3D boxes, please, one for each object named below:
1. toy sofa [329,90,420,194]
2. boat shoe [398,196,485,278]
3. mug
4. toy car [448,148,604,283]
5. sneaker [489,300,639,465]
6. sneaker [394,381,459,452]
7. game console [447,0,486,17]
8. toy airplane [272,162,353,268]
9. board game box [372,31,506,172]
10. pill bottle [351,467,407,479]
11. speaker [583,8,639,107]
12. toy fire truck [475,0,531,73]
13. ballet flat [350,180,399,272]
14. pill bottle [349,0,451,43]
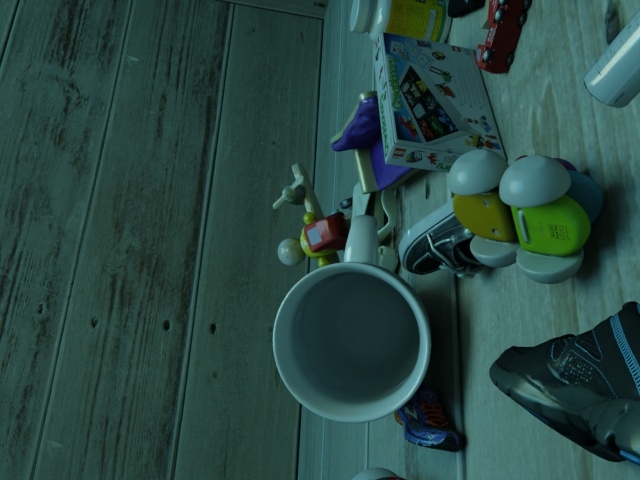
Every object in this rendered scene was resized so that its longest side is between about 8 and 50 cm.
[{"bbox_3d":[0.148,-0.210,1.192,0.362,0.177,0.150,148,110,-77],"label":"toy sofa"},{"bbox_3d":[0.229,0.007,0.873,0.306,0.113,0.104,-43,46,52],"label":"boat shoe"},{"bbox_3d":[0.083,0.135,1.077,0.328,0.276,0.374,17,-105,-78],"label":"mug"},{"bbox_3d":[0.259,-0.047,0.665,0.182,0.136,0.159,22,143,55],"label":"toy car"},{"bbox_3d":[0.287,0.137,0.526,0.139,0.125,0.341,-58,4,-8],"label":"sneaker"},{"bbox_3d":[0.190,0.317,0.985,0.221,0.083,0.087,-165,87,-78],"label":"sneaker"},{"bbox_3d":[0.244,-0.590,0.983,0.250,0.173,0.293,-124,42,-75],"label":"game console"},{"bbox_3d":[0.000,0.000,1.641,0.386,0.273,0.384,-114,5,-49],"label":"toy airplane"},{"bbox_3d":[0.200,-0.247,0.952,0.053,0.193,0.305,110,164,-52],"label":"board game box"},{"bbox_3d":[0.133,0.513,0.938,0.283,0.161,0.161,168,108,-80],"label":"pill bottle"},{"bbox_3d":[0.317,-0.195,0.512,0.136,0.055,0.055,115,160,-54],"label":"speaker"},{"bbox_3d":[0.298,-0.387,0.906,0.135,0.047,0.192,-102,20,-63],"label":"toy fire truck"},{"bbox_3d":[0.143,0.003,1.380,0.139,0.139,0.400,119,156,-66],"label":"ballet flat"},{"bbox_3d":[0.176,-0.496,1.207,0.117,0.209,0.117,-174,90,-81],"label":"pill bottle"}]
